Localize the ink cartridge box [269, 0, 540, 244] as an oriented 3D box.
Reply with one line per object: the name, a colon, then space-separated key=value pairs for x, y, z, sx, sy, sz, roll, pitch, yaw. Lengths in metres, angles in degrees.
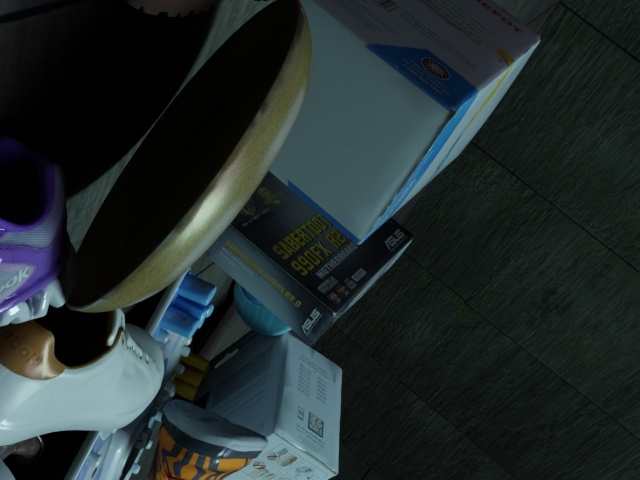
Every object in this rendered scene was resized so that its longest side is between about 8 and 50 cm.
ink cartridge box: x=0.064 y=-0.147 z=0.768 sx=0.233 sy=0.171 sz=0.168 roll=-40 pitch=166 yaw=-49

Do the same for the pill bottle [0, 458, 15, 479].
pill bottle: x=-0.292 y=0.201 z=0.388 sx=0.181 sy=0.181 sz=0.323 roll=-53 pitch=171 yaw=15

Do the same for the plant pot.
plant pot: x=-0.080 y=-0.050 z=0.515 sx=0.236 sy=0.032 sz=0.236 roll=-41 pitch=-153 yaw=26

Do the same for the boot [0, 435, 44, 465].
boot: x=-0.319 y=0.214 z=0.781 sx=0.114 sy=0.037 sz=0.106 roll=-45 pitch=157 yaw=-49

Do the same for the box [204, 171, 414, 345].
box: x=-0.014 y=-0.005 z=0.932 sx=0.056 sy=0.183 sz=0.231 roll=-55 pitch=170 yaw=33

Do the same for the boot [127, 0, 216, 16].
boot: x=-0.045 y=-0.182 z=0.460 sx=0.158 sy=0.059 sz=0.084 roll=-38 pitch=160 yaw=-50

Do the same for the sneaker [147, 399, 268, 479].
sneaker: x=-0.153 y=0.293 z=0.960 sx=0.321 sy=0.125 sz=0.180 roll=107 pitch=7 yaw=-74

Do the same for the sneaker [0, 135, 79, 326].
sneaker: x=-0.205 y=0.018 z=0.394 sx=0.236 sy=0.095 sz=0.104 roll=-49 pitch=168 yaw=-52

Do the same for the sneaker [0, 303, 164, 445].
sneaker: x=-0.189 y=0.094 z=0.703 sx=0.123 sy=0.106 sz=0.290 roll=-49 pitch=170 yaw=8

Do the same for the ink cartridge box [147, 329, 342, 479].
ink cartridge box: x=-0.118 y=0.290 z=1.277 sx=0.309 sy=0.130 sz=0.271 roll=-37 pitch=-153 yaw=28

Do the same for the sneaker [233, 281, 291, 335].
sneaker: x=0.000 y=0.000 z=1.220 sx=0.208 sy=0.127 sz=0.319 roll=-38 pitch=166 yaw=-50

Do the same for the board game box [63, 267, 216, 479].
board game box: x=-0.235 y=0.266 z=1.017 sx=0.390 sy=0.050 sz=0.389 roll=110 pitch=4 yaw=-66
